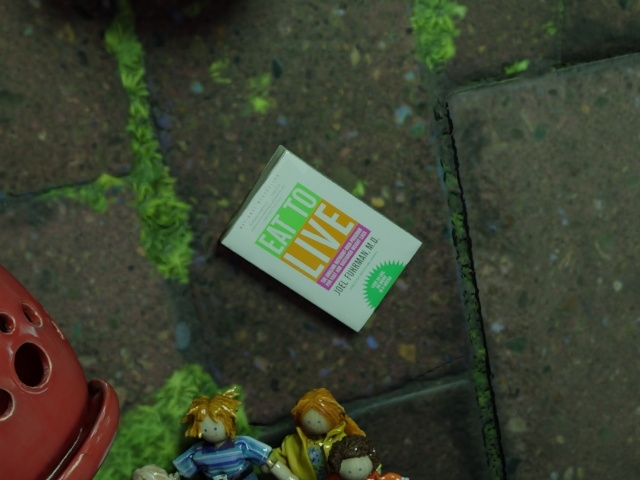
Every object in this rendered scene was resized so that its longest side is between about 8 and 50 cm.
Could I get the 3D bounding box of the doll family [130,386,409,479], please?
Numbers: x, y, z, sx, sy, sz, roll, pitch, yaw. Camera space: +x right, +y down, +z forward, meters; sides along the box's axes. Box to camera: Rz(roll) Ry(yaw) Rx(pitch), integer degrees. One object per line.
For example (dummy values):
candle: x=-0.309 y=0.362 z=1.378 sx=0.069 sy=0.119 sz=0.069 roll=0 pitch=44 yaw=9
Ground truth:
doll family: x=-0.047 y=0.204 z=0.893 sx=0.262 sy=0.118 sz=0.163 roll=-10 pitch=108 yaw=8

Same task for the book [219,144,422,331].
book: x=0.000 y=0.000 z=0.898 sx=0.144 sy=0.035 sz=0.096 roll=33 pitch=95 yaw=-17

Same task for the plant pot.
plant pot: x=-0.256 y=0.128 z=0.779 sx=0.191 sy=0.191 sz=0.174 roll=-45 pitch=108 yaw=-2
